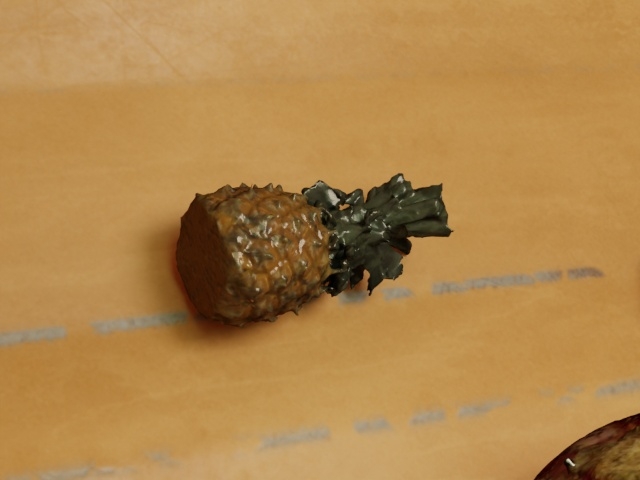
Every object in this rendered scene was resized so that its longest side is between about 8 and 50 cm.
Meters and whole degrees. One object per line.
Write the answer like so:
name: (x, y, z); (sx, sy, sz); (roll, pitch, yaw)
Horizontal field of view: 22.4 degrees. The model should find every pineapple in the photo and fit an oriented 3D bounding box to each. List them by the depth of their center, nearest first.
pineapple: (0.000, -0.001, 1.428); (0.248, 0.128, 0.128); (-11, 71, -33)

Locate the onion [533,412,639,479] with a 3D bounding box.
onion: (0.332, 0.321, 1.329); (0.348, 0.348, 0.385); (-41, 114, -34)
